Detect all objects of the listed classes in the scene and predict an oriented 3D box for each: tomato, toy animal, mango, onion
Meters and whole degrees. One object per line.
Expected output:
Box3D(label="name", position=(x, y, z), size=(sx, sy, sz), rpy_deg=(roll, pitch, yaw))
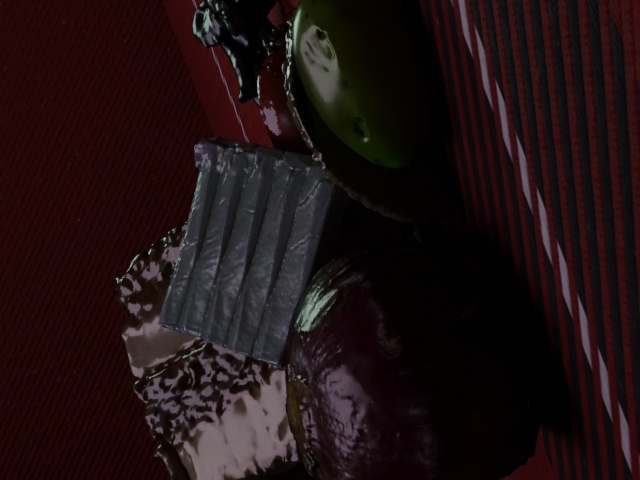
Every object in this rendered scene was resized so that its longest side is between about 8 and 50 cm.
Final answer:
Box3D(label="tomato", position=(0.025, -0.140, 1.553), size=(0.173, 0.099, 0.189), rpy_deg=(54, -140, -29))
Box3D(label="toy animal", position=(-0.093, -0.243, 2.077), size=(0.245, 0.115, 0.146), rpy_deg=(80, 166, -60))
Box3D(label="mango", position=(0.043, -0.144, 1.364), size=(0.119, 0.100, 0.178), rpy_deg=(-45, -66, -52))
Box3D(label="onion", position=(0.078, 0.103, 1.378), size=(0.206, 0.216, 0.207), rpy_deg=(-171, 69, -76))

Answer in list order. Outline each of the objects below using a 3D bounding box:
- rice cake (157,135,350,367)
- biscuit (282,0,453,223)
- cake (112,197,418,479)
Box3D(label="rice cake", position=(-0.064, 0.008, 1.503), size=(0.189, 0.037, 0.198), rpy_deg=(15, 99, 36))
Box3D(label="biscuit", position=(0.028, -0.123, 1.433), size=(0.032, 0.133, 0.250), rpy_deg=(-28, 82, 54))
Box3D(label="cake", position=(-0.026, 0.097, 1.654), size=(0.256, 0.282, 0.290), rpy_deg=(-4, -114, -54))
